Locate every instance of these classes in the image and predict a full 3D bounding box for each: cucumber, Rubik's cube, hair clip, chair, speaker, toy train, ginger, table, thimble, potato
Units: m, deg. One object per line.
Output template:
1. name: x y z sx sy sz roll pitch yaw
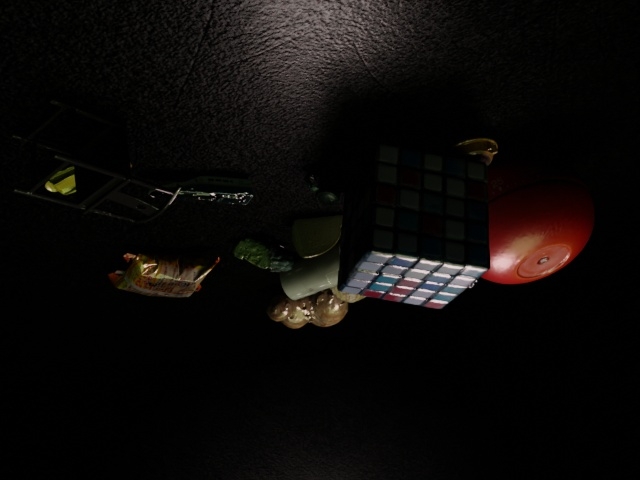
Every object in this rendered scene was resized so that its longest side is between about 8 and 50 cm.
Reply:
1. cucumber: -0.154 0.038 1.895 0.115 0.085 0.193 27 -176 32
2. Rubik's cube: 0.216 -0.028 1.552 0.287 0.292 0.292 10 156 -10
3. hair clip: -0.471 -0.133 1.305 0.173 0.046 0.072 -14 150 2
4. chair: -0.408 -0.136 1.193 0.155 0.141 0.260 -27 153 30
5. speaker: 0.005 -0.130 1.556 0.095 0.075 0.060 16 146 -5
6. toy train: -0.270 -0.117 1.460 0.234 0.051 0.052 2 155 -27
7. ginger: -0.053 0.249 2.391 0.304 0.155 0.244 -9 161 -13
8. table: -0.007 0.101 2.076 0.220 0.126 0.126 -20 158 22
9. thimble: 0.135 0.129 2.224 0.191 0.137 0.143 -12 163 -49
10. potato: 0.000 0.000 1.821 0.149 0.120 0.081 -7 158 -13

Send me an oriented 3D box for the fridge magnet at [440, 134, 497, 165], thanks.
1. fridge magnet: 0.361 -0.207 1.572 0.143 0.063 0.143 -10 156 -4

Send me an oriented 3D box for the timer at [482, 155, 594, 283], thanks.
1. timer: 0.538 -0.049 1.738 0.378 0.279 0.378 -10 145 -7

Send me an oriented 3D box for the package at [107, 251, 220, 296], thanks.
1. package: -0.446 0.101 1.852 0.288 0.108 0.223 4 153 -31
